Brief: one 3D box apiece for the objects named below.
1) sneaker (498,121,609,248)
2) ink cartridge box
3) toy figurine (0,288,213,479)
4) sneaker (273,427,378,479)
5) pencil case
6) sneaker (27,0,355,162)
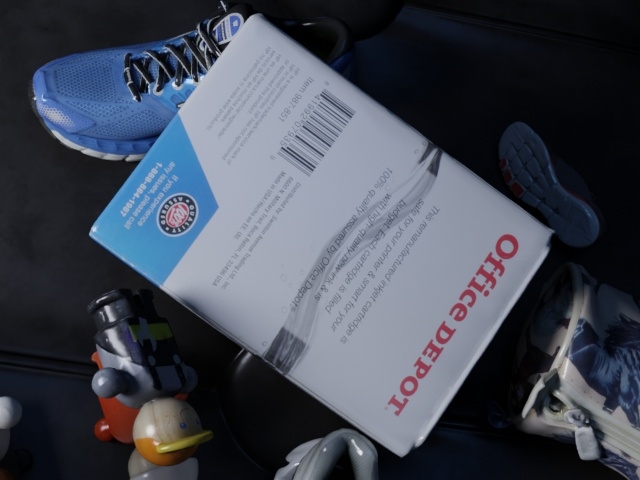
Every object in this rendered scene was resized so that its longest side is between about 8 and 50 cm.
[{"bbox_3d":[0.249,-0.058,1.079,0.065,0.061,0.158,-9,63,-48],"label":"sneaker"},{"bbox_3d":[0.000,0.000,0.853,0.307,0.129,0.223,36,81,-4],"label":"ink cartridge box"},{"bbox_3d":[-0.192,0.149,0.762,0.213,0.209,0.148,-16,73,-20],"label":"toy figurine"},{"bbox_3d":[-0.001,0.286,0.788,0.110,0.118,0.292,10,62,-10],"label":"sneaker"},{"bbox_3d":[0.361,0.186,0.901,0.410,0.160,0.183,28,43,2],"label":"pencil case"},{"bbox_3d":[-0.118,-0.173,0.988,0.330,0.147,0.130,-11,66,-18],"label":"sneaker"}]
